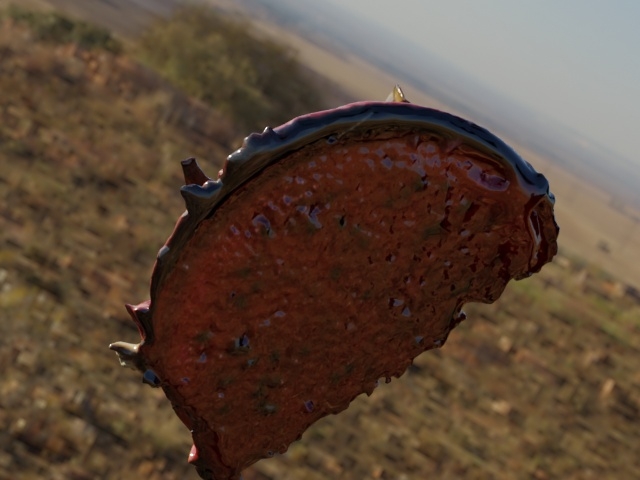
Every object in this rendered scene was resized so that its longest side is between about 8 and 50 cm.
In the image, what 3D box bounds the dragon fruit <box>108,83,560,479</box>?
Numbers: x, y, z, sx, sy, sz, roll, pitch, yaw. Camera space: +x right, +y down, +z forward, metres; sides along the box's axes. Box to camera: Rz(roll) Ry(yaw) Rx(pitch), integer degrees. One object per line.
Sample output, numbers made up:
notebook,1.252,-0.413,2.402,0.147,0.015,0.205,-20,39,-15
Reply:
dragon fruit,0.000,0.000,1.218,0.100,0.343,0.282,50,-10,45
